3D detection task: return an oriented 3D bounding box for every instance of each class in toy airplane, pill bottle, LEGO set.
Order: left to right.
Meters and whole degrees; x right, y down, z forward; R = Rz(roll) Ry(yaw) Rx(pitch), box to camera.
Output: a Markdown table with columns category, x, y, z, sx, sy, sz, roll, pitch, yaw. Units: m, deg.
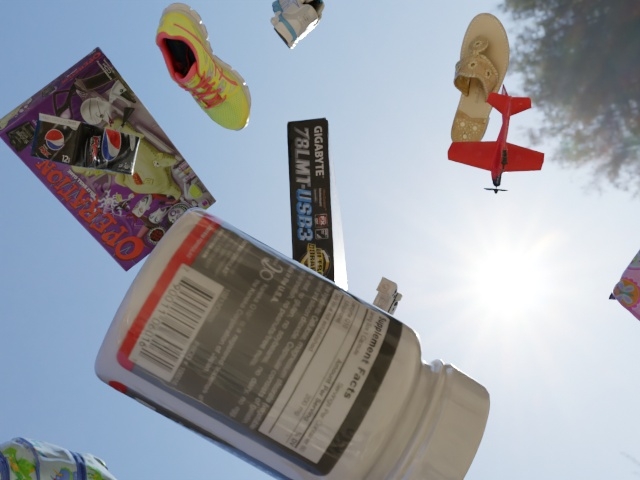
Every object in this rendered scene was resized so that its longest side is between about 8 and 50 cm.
| category | x | y | z | sx | sy | sz | roll | pitch | yaw |
| --- | --- | --- | --- | --- | --- | --- | --- | --- | --- |
| pill bottle | -0.020 | 0.107 | 0.701 | 0.283 | 0.161 | 0.161 | 30 | -127 | -2 |
| LEGO set | 0.022 | 0.143 | 1.079 | 0.227 | 0.087 | 0.093 | -64 | -23 | 0 |
| toy airplane | 0.248 | -0.137 | 1.175 | 0.151 | 0.028 | 0.151 | -2 | -85 | -18 |

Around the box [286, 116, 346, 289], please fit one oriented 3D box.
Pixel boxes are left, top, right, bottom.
| category | x | y | z | sx | sy | sz | roll | pitch | yaw |
| --- | --- | --- | --- | --- | --- | --- | --- | --- | --- |
| box | 0.000 | 0.000 | 1.416 | 0.293 | 0.073 | 0.295 | 74 | -168 | -64 |

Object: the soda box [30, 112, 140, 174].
| category | x | y | z | sx | sy | sz | roll | pitch | yaw |
| --- | --- | --- | --- | --- | --- | --- | --- | --- | --- |
| soda box | -0.286 | -0.116 | 1.071 | 0.169 | 0.060 | 0.053 | -6 | -72 | -79 |

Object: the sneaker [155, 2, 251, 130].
| category | x | y | z | sx | sy | sz | roll | pitch | yaw |
| --- | --- | --- | --- | --- | --- | --- | --- | --- | --- |
| sneaker | -0.180 | -0.239 | 1.277 | 0.208 | 0.082 | 0.094 | 54 | -152 | -25 |

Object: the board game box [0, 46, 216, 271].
| category | x | y | z | sx | sy | sz | roll | pitch | yaw |
| --- | --- | --- | --- | --- | --- | --- | --- | --- | --- |
| board game box | -0.345 | -0.124 | 1.444 | 0.208 | 0.056 | 0.346 | -36 | -49 | -2 |

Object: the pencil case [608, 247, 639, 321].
| category | x | y | z | sx | sy | sz | roll | pitch | yaw |
| --- | --- | --- | --- | --- | --- | --- | --- | --- | --- |
| pencil case | 0.579 | 0.010 | 1.360 | 0.124 | 0.124 | 0.284 | 2 | -58 | -50 |

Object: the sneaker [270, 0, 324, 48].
| category | x | y | z | sx | sy | sz | roll | pitch | yaw |
| --- | --- | --- | --- | --- | --- | --- | --- | --- | --- |
| sneaker | -0.030 | -0.367 | 1.409 | 0.071 | 0.083 | 0.190 | 51 | -166 | -23 |

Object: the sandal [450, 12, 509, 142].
| category | x | y | z | sx | sy | sz | roll | pitch | yaw |
| --- | --- | --- | --- | --- | --- | --- | --- | --- | --- |
| sandal | 0.270 | -0.273 | 1.504 | 0.079 | 0.088 | 0.239 | -29 | -49 | -67 |

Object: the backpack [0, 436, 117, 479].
| category | x | y | z | sx | sy | sz | roll | pitch | yaw |
| --- | --- | --- | --- | --- | --- | --- | --- | --- | --- |
| backpack | -0.355 | 0.411 | 0.999 | 0.273 | 0.290 | 0.355 | 36 | -106 | -22 |
